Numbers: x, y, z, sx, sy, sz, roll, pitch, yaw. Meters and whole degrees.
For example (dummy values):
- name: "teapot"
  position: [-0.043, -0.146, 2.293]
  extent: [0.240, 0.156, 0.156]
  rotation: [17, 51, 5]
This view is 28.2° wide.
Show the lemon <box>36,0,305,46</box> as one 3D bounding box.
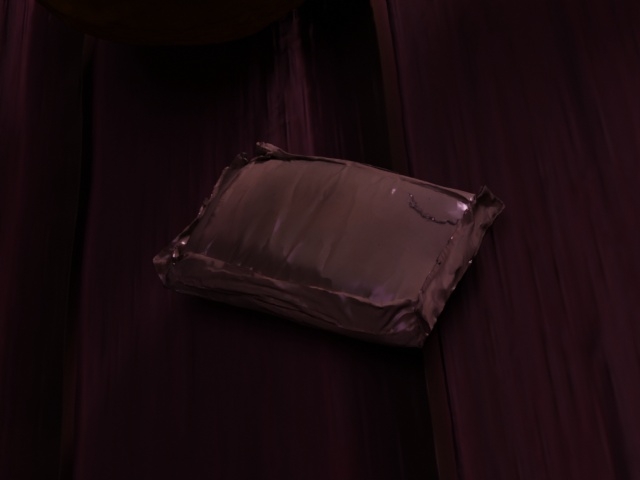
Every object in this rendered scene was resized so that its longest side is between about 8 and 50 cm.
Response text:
- name: "lemon"
  position: [-0.092, -0.273, 0.888]
  extent: [0.322, 0.268, 0.268]
  rotation: [-10, 54, 9]

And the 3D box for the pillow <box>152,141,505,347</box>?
- name: "pillow"
  position: [0.000, 0.000, 0.783]
  extent: [0.208, 0.053, 0.119]
  rotation: [13, 63, 36]
